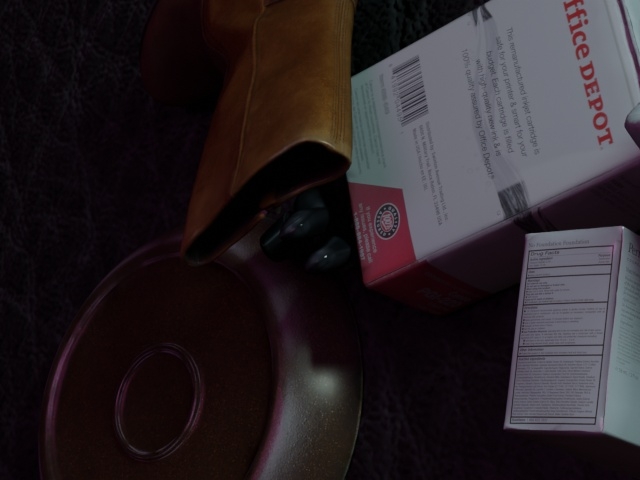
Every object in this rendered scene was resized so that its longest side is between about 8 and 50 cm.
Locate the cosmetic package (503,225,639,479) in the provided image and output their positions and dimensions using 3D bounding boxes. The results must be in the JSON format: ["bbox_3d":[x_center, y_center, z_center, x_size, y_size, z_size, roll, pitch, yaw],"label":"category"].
[{"bbox_3d":[0.184,0.074,0.812,0.060,0.239,0.098,-3,71,41],"label":"cosmetic package"}]

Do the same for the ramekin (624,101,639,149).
[{"bbox_3d":[0.298,-0.059,0.752,0.277,0.277,0.135,-25,95,30],"label":"ramekin"}]

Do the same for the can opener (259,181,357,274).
[{"bbox_3d":[0.000,0.000,1.054,0.073,0.059,0.186,-47,4,4],"label":"can opener"}]

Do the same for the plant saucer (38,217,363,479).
[{"bbox_3d":[-0.106,0.122,1.168,0.311,0.050,0.310,-16,65,36],"label":"plant saucer"}]

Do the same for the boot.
[{"bbox_3d":[-0.057,-0.091,1.121,0.264,0.096,0.280,-28,41,36],"label":"boot"}]

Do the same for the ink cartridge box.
[{"bbox_3d":[0.127,-0.067,1.017,0.218,0.092,0.158,-27,57,32],"label":"ink cartridge box"}]
